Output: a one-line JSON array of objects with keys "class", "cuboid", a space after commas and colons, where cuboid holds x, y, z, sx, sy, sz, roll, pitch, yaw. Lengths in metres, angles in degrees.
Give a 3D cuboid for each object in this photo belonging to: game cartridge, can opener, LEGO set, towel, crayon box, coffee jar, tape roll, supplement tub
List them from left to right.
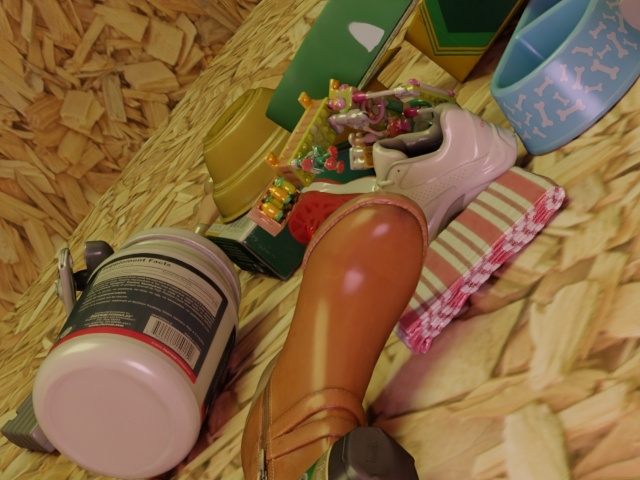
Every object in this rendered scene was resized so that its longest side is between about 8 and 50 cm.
[{"class": "can opener", "cuboid": [-0.283, 0.140, 1.850, 0.095, 0.283, 0.076, -8, 17, -2]}, {"class": "game cartridge", "cuboid": [-0.337, 0.171, 2.232, 0.355, 0.068, 0.230, -53, 19, -19]}, {"class": "supplement tub", "cuboid": [-0.202, 0.124, 1.687, 0.191, 0.191, 0.272, -40, 17, 30]}, {"class": "coffee jar", "cuboid": [-0.005, 0.223, 1.086, 0.184, 0.079, 0.096, -44, 12, 18]}, {"class": "crayon box", "cuboid": [0.000, -0.100, 1.905, 0.323, 0.083, 0.203, -51, 15, -9]}, {"class": "LEGO set", "cuboid": [0.047, -0.100, 1.471, 0.107, 0.132, 0.287, -4, 12, 44]}, {"class": "tape roll", "cuboid": [0.054, -0.257, 1.676, 0.321, 0.077, 0.321, -57, 0, 0]}, {"class": "towel", "cuboid": [0.136, 0.013, 1.337, 0.197, 0.029, 0.144, -45, 14, 2]}, {"class": "crayon box", "cuboid": [0.263, -0.389, 1.702, 0.363, 0.106, 0.313, -51, -1, -13]}]

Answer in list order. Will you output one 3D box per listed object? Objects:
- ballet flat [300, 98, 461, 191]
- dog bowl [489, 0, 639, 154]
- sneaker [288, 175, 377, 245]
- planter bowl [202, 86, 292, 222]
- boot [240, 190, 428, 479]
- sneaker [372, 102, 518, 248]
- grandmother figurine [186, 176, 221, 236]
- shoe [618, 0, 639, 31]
[{"class": "ballet flat", "cuboid": [0.079, -0.095, 1.703, 0.087, 0.083, 0.247, -20, -9, -46]}, {"class": "dog bowl", "cuboid": [0.260, -0.212, 1.461, 0.166, 0.074, 0.297, -33, 20, 45]}, {"class": "sneaker", "cuboid": [0.000, 0.000, 1.642, 0.128, 0.087, 0.221, -53, 14, -24]}, {"class": "planter bowl", "cuboid": [-0.089, -0.133, 1.901, 0.217, 0.090, 0.217, -44, 14, 14]}, {"class": "boot", "cuboid": [0.007, 0.115, 1.211, 0.283, 0.109, 0.220, -55, 16, 27]}, {"class": "sneaker", "cuboid": [0.080, -0.047, 1.445, 0.232, 0.115, 0.090, -49, 23, 15]}, {"class": "grandmother figurine", "cuboid": [-0.193, 0.054, 2.054, 0.208, 0.104, 0.342, 107, -175, -47]}, {"class": "shoe", "cuboid": [0.346, -0.231, 1.296, 0.081, 0.063, 0.178, -51, 20, -18]}]
